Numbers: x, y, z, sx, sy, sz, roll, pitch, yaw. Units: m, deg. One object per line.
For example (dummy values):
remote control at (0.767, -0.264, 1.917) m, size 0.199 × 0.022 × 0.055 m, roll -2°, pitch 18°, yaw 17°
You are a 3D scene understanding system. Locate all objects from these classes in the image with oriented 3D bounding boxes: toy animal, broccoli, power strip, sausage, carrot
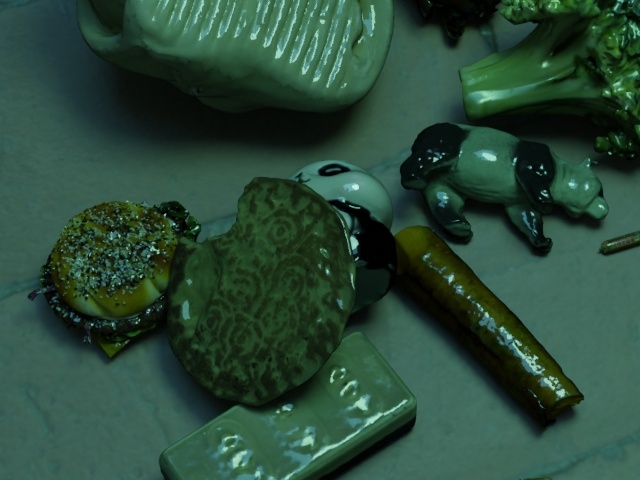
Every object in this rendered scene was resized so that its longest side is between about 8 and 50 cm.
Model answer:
toy animal at (0.000, 0.000, 1.506) m, size 0.166 × 0.138 × 0.179 m, roll -19°, pitch 48°, yaw 17°
toy animal at (0.202, -0.063, 1.574) m, size 0.225 × 0.094 × 0.121 m, roll 10°, pitch 49°, yaw 10°
broccoli at (0.269, -0.192, 1.584) m, size 0.243 × 0.263 × 0.247 m, roll -21°, pitch 85°, yaw 10°
power strip at (-0.034, 0.198, 1.423) m, size 0.256 × 0.070 × 0.105 m, roll -32°, pitch 61°, yaw -16°
sausage at (0.348, -0.004, 1.571) m, size 0.100 × 0.015 × 0.015 m, roll -15°, pitch 58°, yaw -8°
carrot at (0.165, 0.085, 1.492) m, size 0.070 × 0.070 × 0.260 m, roll -34°, pitch 65°, yaw -19°

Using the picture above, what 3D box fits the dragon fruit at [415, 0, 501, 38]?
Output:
dragon fruit at (0.166, -0.359, 1.713) m, size 0.182 × 0.182 × 0.189 m, roll -26°, pitch 60°, yaw -14°

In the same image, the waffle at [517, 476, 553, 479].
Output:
waffle at (0.096, 0.317, 1.349) m, size 0.274 × 0.057 × 0.168 m, roll -6°, pitch 58°, yaw -2°

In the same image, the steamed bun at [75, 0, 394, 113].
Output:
steamed bun at (-0.116, -0.304, 1.626) m, size 0.367 × 0.255 × 0.342 m, roll 15°, pitch 75°, yaw -27°

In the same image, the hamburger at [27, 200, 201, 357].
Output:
hamburger at (-0.208, 0.022, 1.526) m, size 0.164 × 0.093 × 0.189 m, roll 34°, pitch 63°, yaw 22°

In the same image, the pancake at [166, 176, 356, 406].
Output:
pancake at (-0.061, 0.050, 1.417) m, size 0.235 × 0.029 × 0.212 m, roll -30°, pitch 68°, yaw 26°
